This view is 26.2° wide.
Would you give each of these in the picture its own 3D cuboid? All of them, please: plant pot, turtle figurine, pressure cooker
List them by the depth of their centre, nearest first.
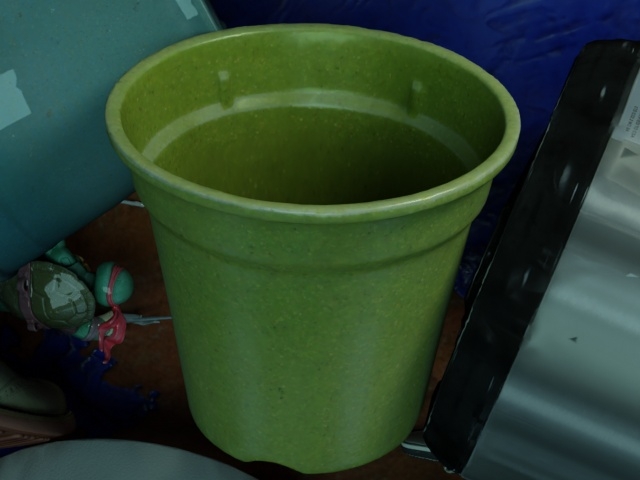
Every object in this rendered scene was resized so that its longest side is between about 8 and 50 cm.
[{"bbox_3d":[-0.007,0.015,0.984,0.276,0.276,0.254,5,123,6],"label":"plant pot"},{"bbox_3d":[0.322,0.080,1.023,0.420,0.375,0.369,22,87,8],"label":"pressure cooker"},{"bbox_3d":[-0.205,-0.143,1.098,0.255,0.271,0.271,-27,108,1],"label":"plant pot"},{"bbox_3d":[-0.246,0.027,1.247,0.234,0.118,0.175,3,113,12],"label":"turtle figurine"}]

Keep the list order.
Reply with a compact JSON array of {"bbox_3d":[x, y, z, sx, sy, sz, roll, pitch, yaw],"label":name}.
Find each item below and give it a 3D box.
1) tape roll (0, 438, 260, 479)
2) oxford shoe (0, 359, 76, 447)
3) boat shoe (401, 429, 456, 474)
[{"bbox_3d":[-0.183,0.340,1.324,0.392,0.072,0.392,3,132,3],"label":"tape roll"},{"bbox_3d":[-0.321,0.103,1.185,0.140,0.397,0.146,-9,75,12],"label":"oxford shoe"},{"bbox_3d":[0.137,0.206,1.306,0.125,0.046,0.038,4,109,-3],"label":"boat shoe"}]
